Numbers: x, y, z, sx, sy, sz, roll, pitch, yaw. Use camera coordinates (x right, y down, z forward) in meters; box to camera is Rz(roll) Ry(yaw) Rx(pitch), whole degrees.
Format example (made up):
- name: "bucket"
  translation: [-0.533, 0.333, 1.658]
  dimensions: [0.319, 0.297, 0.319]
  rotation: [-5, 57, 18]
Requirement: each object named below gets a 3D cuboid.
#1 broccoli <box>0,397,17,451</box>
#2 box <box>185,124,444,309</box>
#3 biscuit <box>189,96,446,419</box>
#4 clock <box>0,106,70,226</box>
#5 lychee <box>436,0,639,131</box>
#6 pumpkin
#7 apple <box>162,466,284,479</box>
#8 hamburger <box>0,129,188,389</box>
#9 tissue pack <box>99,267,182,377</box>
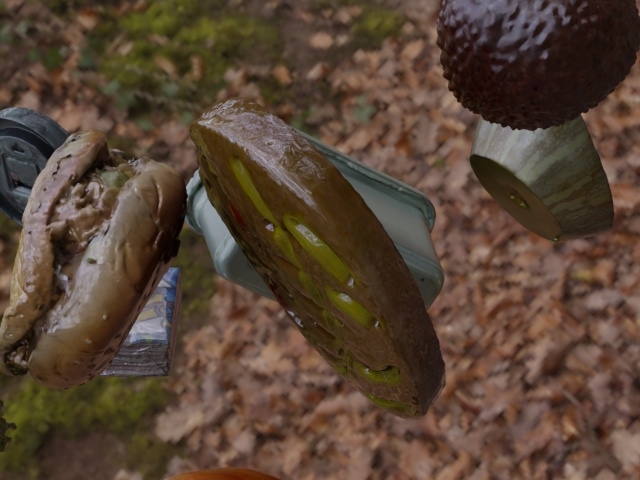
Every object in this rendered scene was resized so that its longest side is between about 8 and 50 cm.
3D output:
- name: "broccoli"
  translation: [-0.419, 0.237, 1.329]
  dimensions: [0.247, 0.243, 0.263]
  rotation: [-36, 46, -20]
- name: "box"
  translation: [0.000, 0.000, 1.598]
  dimensions: [0.175, 0.312, 0.182]
  rotation: [-57, 23, 19]
- name: "biscuit"
  translation: [-0.020, 0.021, 1.291]
  dimensions: [0.070, 0.394, 0.350]
  rotation: [-40, 45, -14]
- name: "clock"
  translation: [-0.460, -0.110, 2.118]
  dimensions: [0.226, 0.226, 0.049]
  rotation: [-35, 10, 46]
- name: "lychee"
  translation: [0.189, -0.187, 1.176]
  dimensions: [0.194, 0.194, 0.194]
  rotation: [-45, 13, 13]
- name: "pumpkin"
  translation: [0.227, -0.081, 1.435]
  dimensions: [0.110, 0.217, 0.217]
  rotation: [-32, 9, -12]
- name: "apple"
  translation: [-0.073, 0.249, 0.957]
  dimensions: [0.199, 0.199, 0.199]
  rotation: [-45, 13, 13]
- name: "hamburger"
  translation: [-0.220, 0.023, 1.254]
  dimensions: [0.286, 0.146, 0.243]
  rotation: [-111, 46, -78]
- name: "tissue pack"
  translation: [-0.229, 0.094, 1.576]
  dimensions: [0.155, 0.116, 0.065]
  rotation: [-90, 0, -55]
